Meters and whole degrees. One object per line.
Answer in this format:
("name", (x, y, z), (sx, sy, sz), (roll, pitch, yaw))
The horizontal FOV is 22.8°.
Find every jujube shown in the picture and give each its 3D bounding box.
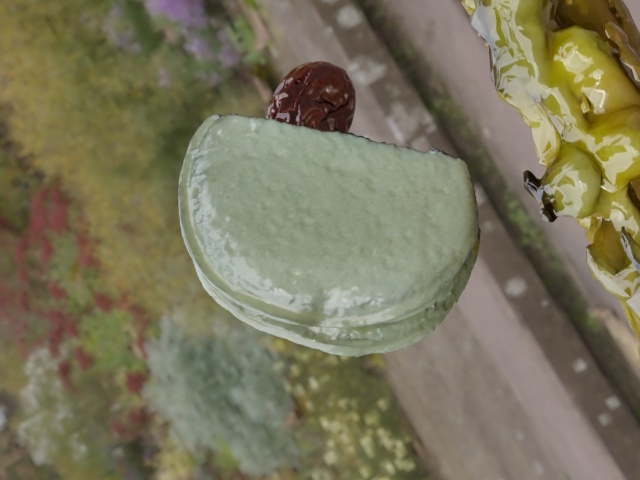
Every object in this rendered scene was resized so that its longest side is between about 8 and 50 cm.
("jujube", (-0.014, -0.096, 1.366), (0.077, 0.077, 0.129), (66, -146, -44))

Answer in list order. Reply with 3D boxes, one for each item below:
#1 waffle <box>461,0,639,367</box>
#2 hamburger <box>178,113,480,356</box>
("waffle", (0.172, -0.007, 0.830), (0.380, 0.095, 0.382), (68, -166, 18))
("hamburger", (-0.001, 0.002, 0.607), (0.054, 0.121, 0.084), (104, -176, -58))
